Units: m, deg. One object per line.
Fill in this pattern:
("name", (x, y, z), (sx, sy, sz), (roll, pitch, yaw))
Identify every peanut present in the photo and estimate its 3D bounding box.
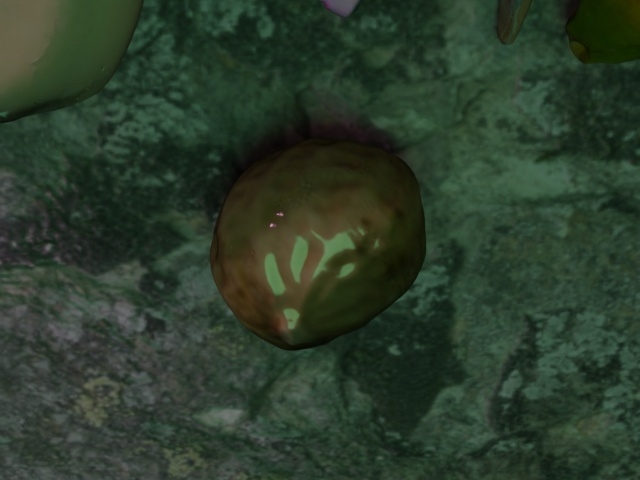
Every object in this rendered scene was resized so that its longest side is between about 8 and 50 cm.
("peanut", (0.000, 0.000, 0.895), (0.159, 0.109, 0.140), (-38, 133, 10))

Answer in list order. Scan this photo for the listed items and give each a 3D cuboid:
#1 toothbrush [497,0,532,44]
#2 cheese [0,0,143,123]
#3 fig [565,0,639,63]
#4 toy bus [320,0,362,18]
("toothbrush", (0.150, -0.272, 0.730), (0.037, 0.028, 0.375), (-7, 132, -24))
("cheese", (-0.229, -0.174, 0.727), (0.265, 0.127, 0.233), (-8, 126, 0))
("fig", (0.235, -0.178, 0.736), (0.206, 0.206, 0.275), (15, 148, -15))
("toy bus", (0.045, -0.259, 0.696), (0.112, 0.090, 0.274), (26, 124, -15))
